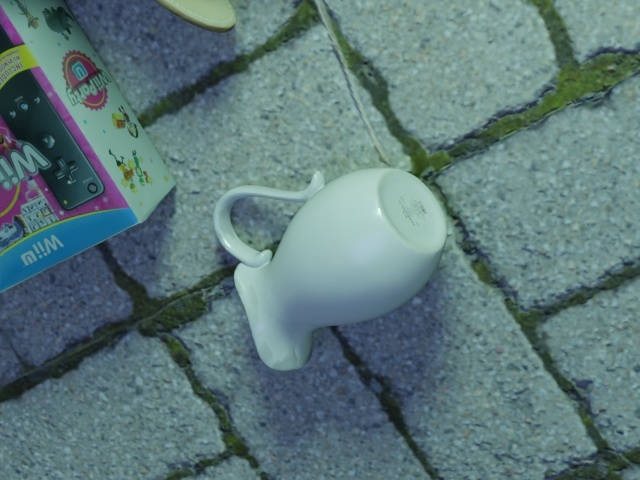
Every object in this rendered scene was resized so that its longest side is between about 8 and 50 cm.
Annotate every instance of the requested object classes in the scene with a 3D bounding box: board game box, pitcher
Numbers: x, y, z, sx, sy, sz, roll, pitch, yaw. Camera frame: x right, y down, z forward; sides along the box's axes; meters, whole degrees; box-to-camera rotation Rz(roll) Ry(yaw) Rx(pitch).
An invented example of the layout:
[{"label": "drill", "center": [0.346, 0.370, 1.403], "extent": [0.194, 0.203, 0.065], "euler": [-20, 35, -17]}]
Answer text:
[{"label": "board game box", "center": [-0.312, -0.118, 1.372], "extent": [0.224, 0.097, 0.303], "euler": [-25, 106, 26]}, {"label": "pitcher", "center": [0.000, 0.000, 1.327], "extent": [0.207, 0.125, 0.178], "euler": [-36, 85, 39]}]

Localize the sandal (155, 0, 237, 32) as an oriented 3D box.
[{"label": "sandal", "center": [-0.146, -0.284, 1.247], "extent": [0.240, 0.088, 0.079], "euler": [44, 124, -1]}]
